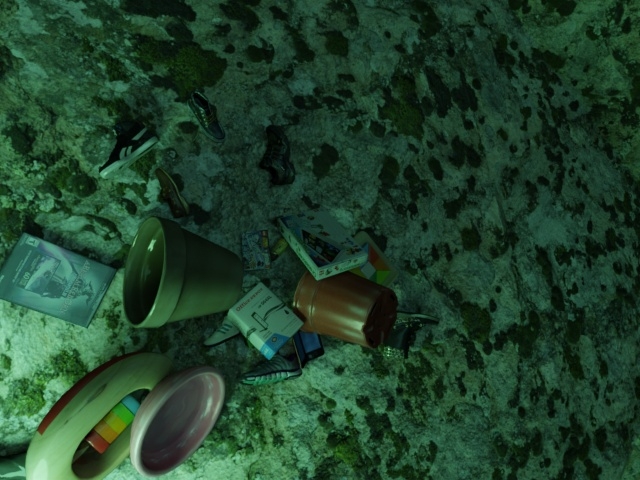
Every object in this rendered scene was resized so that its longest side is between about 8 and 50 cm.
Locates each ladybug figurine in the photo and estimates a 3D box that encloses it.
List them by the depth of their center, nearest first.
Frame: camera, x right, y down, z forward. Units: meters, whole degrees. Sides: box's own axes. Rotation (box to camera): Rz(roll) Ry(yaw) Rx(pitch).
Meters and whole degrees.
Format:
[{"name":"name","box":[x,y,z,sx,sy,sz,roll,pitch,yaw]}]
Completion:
[{"name":"ladybug figurine","box":[-0.593,0.474,1.215,0.449,0.162,0.304,-45,145,-38]}]

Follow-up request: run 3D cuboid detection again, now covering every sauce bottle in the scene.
[{"name":"sauce bottle","box":[-0.160,0.043,1.575,0.042,0.042,0.128,43,69,-13]}]

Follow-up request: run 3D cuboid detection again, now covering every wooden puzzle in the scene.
[{"name":"wooden puzzle","box":[0.174,0.115,1.713,0.238,0.044,0.221,48,68,-11]}]

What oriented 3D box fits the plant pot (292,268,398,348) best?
[{"name":"plant pot","box":[0.097,0.222,1.485,0.273,0.265,0.271,-20,117,-47]}]

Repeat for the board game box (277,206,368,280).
[{"name":"board game box","box":[0.000,0.000,1.538,0.193,0.305,0.053,-16,133,-25]}]

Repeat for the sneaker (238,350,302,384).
[{"name":"sneaker","box":[-0.175,0.432,1.509,0.224,0.083,0.098,2,61,-28]}]

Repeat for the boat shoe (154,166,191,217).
[{"name":"boat shoe","box":[-0.492,-0.154,1.443,0.060,0.064,0.177,-33,99,-26]}]

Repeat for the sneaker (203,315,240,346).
[{"name":"sneaker","box":[-0.319,0.294,1.470,0.162,0.057,0.075,-23,76,-24]}]

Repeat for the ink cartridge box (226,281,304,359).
[{"name":"ink cartridge box","box":[-0.182,0.260,1.447,0.203,0.085,0.148,42,57,8]}]

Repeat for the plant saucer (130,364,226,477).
[{"name":"plant saucer","box":[-0.419,0.510,1.290,0.332,0.084,0.331,-41,142,-43]}]

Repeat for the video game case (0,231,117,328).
[{"name":"video game case","box":[-0.777,0.119,1.300,0.275,0.026,0.195,26,73,-18]}]

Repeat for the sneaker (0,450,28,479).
[{"name":"sneaker","box":[-0.784,0.610,1.198,0.287,0.109,0.130,32,62,-24]}]

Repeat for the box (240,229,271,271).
[{"name":"box","box":[-0.222,0.035,1.536,0.094,0.027,0.136,-6,80,-5]}]

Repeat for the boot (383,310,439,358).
[{"name":"boot","box":[0.350,0.371,1.736,0.237,0.085,0.178,8,82,-16]}]

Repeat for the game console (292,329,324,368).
[{"name":"game console","box":[-0.044,0.358,1.559,0.124,0.085,0.143,-16,90,-23]}]

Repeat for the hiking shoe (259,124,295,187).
[{"name":"hiking shoe","box":[-0.169,-0.305,1.595,0.114,0.086,0.226,-18,91,-28]}]

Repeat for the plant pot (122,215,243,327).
[{"name":"plant pot","box":[-0.399,0.108,1.338,0.281,0.323,0.322,12,77,-38]}]

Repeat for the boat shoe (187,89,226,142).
[{"name":"boat shoe","box":[-0.386,-0.421,1.516,0.065,0.083,0.183,-43,101,-23]}]

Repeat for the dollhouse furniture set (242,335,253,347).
[{"name":"dollhouse furniture set","box":[-0.186,0.317,1.516,0.152,0.059,0.076,-16,90,-25]}]

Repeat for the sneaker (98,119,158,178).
[{"name":"sneaker","box":[-0.635,-0.296,1.398,0.121,0.079,0.217,47,59,-8]}]
